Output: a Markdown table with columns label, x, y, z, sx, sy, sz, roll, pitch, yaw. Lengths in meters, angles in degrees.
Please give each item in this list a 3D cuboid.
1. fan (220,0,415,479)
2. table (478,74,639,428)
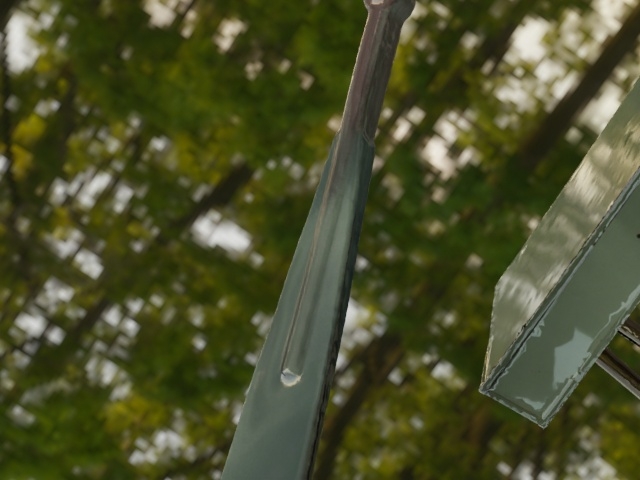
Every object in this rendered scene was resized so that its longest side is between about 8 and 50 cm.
| label | x | y | z | sx | sy | sz | roll | pitch | yaw |
| --- | --- | --- | --- | --- | --- | --- | --- | --- | --- |
| fan | 0.000 | 0.000 | 0.891 | 0.023 | 0.282 | 0.057 | 27 | 158 | -38 |
| table | 0.192 | -0.012 | 0.952 | 0.111 | 0.240 | 0.121 | 29 | -152 | -5 |
